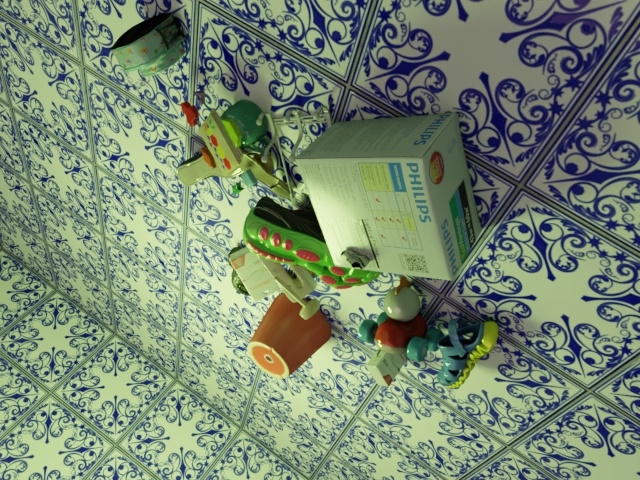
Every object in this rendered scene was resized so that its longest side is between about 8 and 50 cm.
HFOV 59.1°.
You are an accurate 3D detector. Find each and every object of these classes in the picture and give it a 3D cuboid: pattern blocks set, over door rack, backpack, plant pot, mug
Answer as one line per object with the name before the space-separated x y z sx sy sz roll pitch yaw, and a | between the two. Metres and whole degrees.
pattern blocks set | -0.301 -0.293 1.696 0.285 0.026 0.324 -4 113 58
over door rack | -0.042 -0.221 1.642 0.240 0.108 0.324 5 129 39
backpack | -0.503 -0.560 1.646 0.166 0.188 0.144 5 129 37
plant pot | -0.134 0.379 2.182 0.275 0.243 0.275 23 137 23
mug | -0.227 -0.337 1.695 0.158 0.097 0.129 29 140 17

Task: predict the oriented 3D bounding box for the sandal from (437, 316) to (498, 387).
sandal | 0.425 0.338 1.752 0.138 0.126 0.317 21 130 3

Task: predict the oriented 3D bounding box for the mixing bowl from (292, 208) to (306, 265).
mixing bowl | -0.077 -0.010 1.846 0.181 0.181 0.098 50 169 -11

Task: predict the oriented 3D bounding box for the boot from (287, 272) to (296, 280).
boot | -0.114 0.168 2.133 0.087 0.042 0.118 25 138 30

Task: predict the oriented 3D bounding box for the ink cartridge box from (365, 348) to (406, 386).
ink cartridge box | 0.235 0.433 2.005 0.056 0.135 0.099 -8 120 48

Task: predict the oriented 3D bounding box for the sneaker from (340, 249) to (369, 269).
sneaker | 0.084 0.051 1.487 0.083 0.037 0.032 17 139 30

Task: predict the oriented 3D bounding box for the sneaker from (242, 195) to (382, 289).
sneaker | 0.000 0.000 1.711 0.483 0.202 0.185 26 139 -27

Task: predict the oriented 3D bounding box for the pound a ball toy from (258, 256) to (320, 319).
pound a ball toy | -0.104 0.092 1.943 0.319 0.136 0.208 55 176 -16

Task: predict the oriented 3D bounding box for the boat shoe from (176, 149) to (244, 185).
boat shoe | -0.351 -0.263 1.895 0.335 0.095 0.112 -8 121 38

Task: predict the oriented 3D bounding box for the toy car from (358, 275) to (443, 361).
toy car | 0.265 0.223 1.781 0.219 0.210 0.238 16 107 35

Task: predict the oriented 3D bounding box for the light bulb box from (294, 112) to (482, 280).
light bulb box | 0.183 -0.114 1.454 0.361 0.225 0.358 5 130 37

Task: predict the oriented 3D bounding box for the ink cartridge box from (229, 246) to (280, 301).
ink cartridge box | -0.244 0.120 2.123 0.198 0.115 0.067 65 178 -25

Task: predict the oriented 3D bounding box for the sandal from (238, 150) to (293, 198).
sandal | -0.173 -0.232 1.774 0.240 0.079 0.088 38 150 -25

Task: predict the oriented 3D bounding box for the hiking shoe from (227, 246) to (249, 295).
hiking shoe | -0.290 0.135 2.208 0.114 0.086 0.227 16 134 34
